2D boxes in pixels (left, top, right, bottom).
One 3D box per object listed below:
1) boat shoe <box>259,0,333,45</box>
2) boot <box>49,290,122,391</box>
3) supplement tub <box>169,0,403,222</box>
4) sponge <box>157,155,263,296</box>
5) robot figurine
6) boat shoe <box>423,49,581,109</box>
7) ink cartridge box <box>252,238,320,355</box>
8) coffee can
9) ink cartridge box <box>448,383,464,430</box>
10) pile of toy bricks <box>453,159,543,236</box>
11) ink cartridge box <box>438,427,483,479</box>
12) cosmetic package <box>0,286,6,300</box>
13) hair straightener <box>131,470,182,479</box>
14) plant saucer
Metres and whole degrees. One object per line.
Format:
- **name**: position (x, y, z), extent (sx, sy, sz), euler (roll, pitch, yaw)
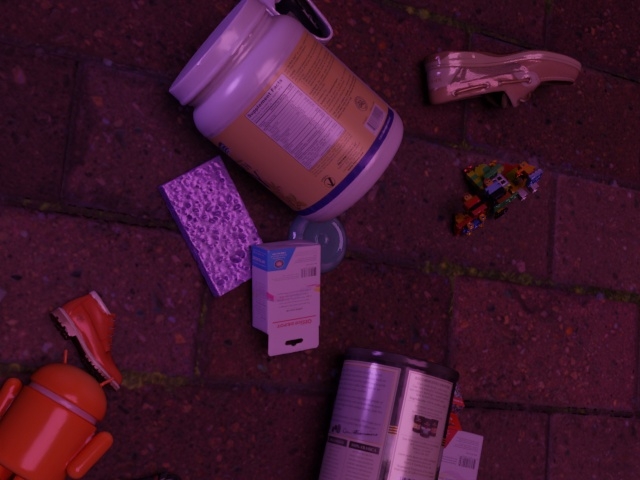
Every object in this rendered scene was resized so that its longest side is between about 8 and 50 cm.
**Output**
- **boat shoe**: position (-0.078, -0.439, 1.488), extent (0.258, 0.084, 0.095), euler (38, 70, -19)
- **boot**: position (-0.339, 0.155, 1.307), extent (0.084, 0.059, 0.158), euler (-35, 99, -30)
- **supplement tub**: position (-0.055, -0.213, 1.387), extent (0.331, 0.241, 0.241), euler (39, 69, -17)
- **sponge**: position (-0.174, -0.024, 1.423), extent (0.117, 0.031, 0.210), euler (-30, 98, -26)
- **robot figurine**: position (-0.394, 0.273, 1.225), extent (0.128, 0.158, 0.219), euler (47, 65, -38)
- **boat shoe**: position (0.364, -0.314, 1.687), extent (0.341, 0.121, 0.110), euler (-3, 90, -17)
- **ink cartridge box**: position (-0.058, 0.095, 1.434), extent (0.104, 0.061, 0.181), euler (-6, 103, -31)
- **coffee can**: position (0.110, 0.338, 1.431), extent (0.201, 0.201, 0.275), euler (19, 77, -24)
- **ink cartridge box**: position (0.230, 0.291, 1.557), extent (0.062, 0.029, 0.115), euler (19, 36, -24)
- **pile of toy bricks**: position (0.329, -0.109, 1.659), extent (0.212, 0.118, 0.105), euler (-33, 67, -17)
- **ink cartridge box**: position (0.214, 0.429, 1.545), extent (0.127, 0.072, 0.175), euler (19, 76, -24)
- **cosmetic package**: position (-0.583, 0.085, 1.113), extent (0.224, 0.138, 0.225), euler (-46, 107, -5)
- **hair straightener**: position (-0.310, 0.415, 1.305), extent (0.230, 0.047, 0.089), euler (-5, 87, -32)
- **plant saucer**: position (0.000, 0.000, 1.514), extent (0.119, 0.021, 0.119), euler (3, 84, -27)
